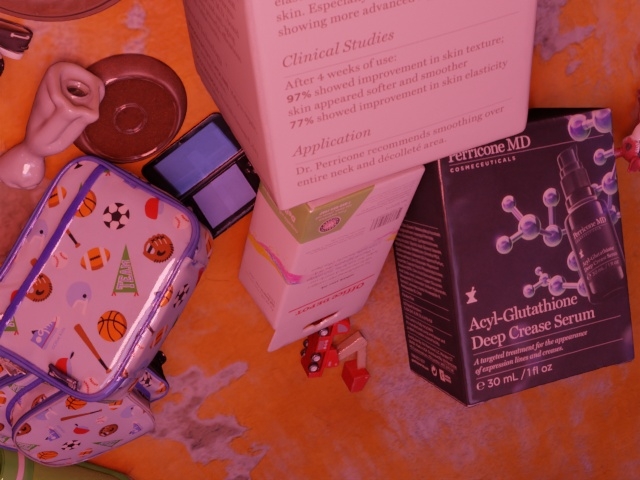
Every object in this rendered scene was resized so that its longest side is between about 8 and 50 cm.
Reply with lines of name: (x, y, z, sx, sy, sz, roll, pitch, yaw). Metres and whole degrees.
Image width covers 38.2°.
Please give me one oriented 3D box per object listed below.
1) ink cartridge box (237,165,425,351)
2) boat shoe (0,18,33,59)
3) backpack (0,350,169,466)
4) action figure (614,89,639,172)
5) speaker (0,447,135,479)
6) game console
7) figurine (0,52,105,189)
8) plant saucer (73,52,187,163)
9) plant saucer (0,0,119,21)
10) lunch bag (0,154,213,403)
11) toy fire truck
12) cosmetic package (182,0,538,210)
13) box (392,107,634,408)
ink cartridge box: (0.000, 0.000, 1.381, 0.207, 0.119, 0.353, -22, 150, -30)
boat shoe: (-0.396, -0.251, 1.075, 0.125, 0.046, 0.038, 21, 116, -41)
backpack: (-0.384, 0.214, 1.376, 0.263, 0.213, 0.276, -22, 138, 6)
action figure: (0.643, -0.195, 1.595, 0.370, 0.248, 0.276, -21, 161, -11)
speaker: (-0.444, 0.433, 1.575, 0.131, 0.131, 0.296, -46, 133, 14)
game console: (-0.157, -0.086, 1.314, 0.144, 0.124, 0.085, -37, 161, 6)
figurine: (-0.397, -0.135, 1.128, 0.215, 0.092, 0.209, 8, 141, -43)
plant saucer: (-0.256, -0.167, 1.231, 0.168, 0.029, 0.168, -14, 132, -15)
plant saucer: (-0.306, -0.358, 1.002, 0.278, 0.041, 0.278, -7, 131, -8)
lunch bag: (-0.304, 0.054, 1.215, 0.303, 0.243, 0.115, -59, 170, -6)
toy fire truck: (0.036, 0.198, 1.677, 0.135, 0.047, 0.192, -4, 128, -25)
cosmetic package: (0.027, -0.315, 1.040, 0.329, 0.327, 0.393, -18, 134, -13)
box: (0.283, 0.011, 1.417, 0.293, 0.212, 0.395, -13, 101, -17)
